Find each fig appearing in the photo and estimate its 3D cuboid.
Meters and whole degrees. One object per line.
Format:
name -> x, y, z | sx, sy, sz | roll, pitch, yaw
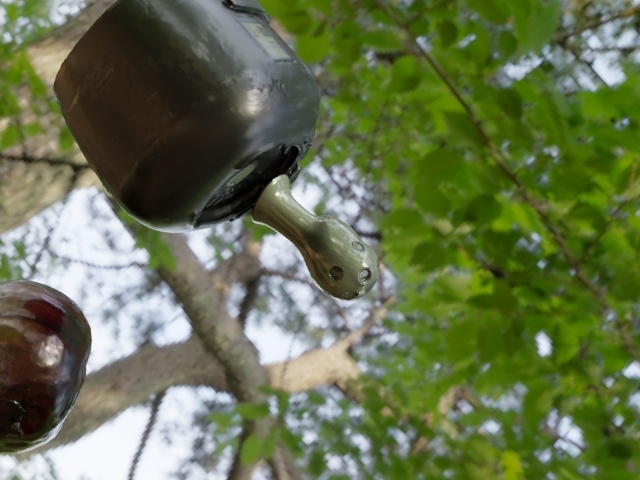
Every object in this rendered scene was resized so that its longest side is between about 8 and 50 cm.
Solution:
fig -> -0.390, 0.135, 1.421 | 0.249, 0.186, 0.204 | 15, -60, -20

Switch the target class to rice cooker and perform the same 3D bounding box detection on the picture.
rice cooker -> -0.135, -0.143, 1.375 | 0.224, 0.267, 0.267 | 50, -34, 12

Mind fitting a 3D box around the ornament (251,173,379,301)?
ornament -> 0.000, 0.000, 1.389 | 0.156, 0.081, 0.075 | 41, -37, 16
